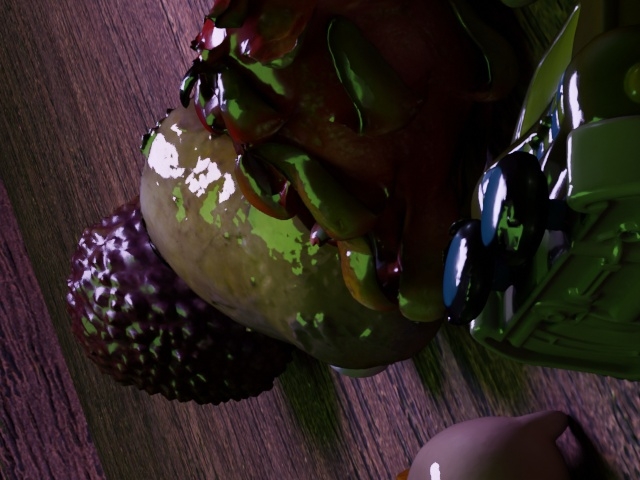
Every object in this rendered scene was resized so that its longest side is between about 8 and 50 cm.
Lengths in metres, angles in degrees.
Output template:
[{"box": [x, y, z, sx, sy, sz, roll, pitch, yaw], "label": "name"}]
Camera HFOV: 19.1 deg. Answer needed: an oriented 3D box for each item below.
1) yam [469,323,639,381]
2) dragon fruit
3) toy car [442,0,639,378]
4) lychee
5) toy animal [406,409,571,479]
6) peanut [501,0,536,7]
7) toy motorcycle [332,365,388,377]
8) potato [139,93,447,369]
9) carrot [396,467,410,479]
[{"box": [0.172, 0.034, 1.228, 0.194, 0.107, 0.107, -167, 63, -71], "label": "yam"}, {"box": [0.021, -0.109, 1.410, 0.227, 0.243, 0.307, -49, -24, -64], "label": "dragon fruit"}, {"box": [0.179, -0.047, 1.037, 0.248, 0.204, 0.198, 115, 160, -62], "label": "toy car"}, {"box": [-0.142, 0.067, 2.068, 0.271, 0.271, 0.271, 165, 90, -73], "label": "lychee"}, {"box": [0.145, 0.255, 1.422, 0.166, 0.154, 0.250, -35, 73, 63], "label": "toy animal"}, {"box": [0.134, -0.200, 1.214, 0.152, 0.076, 0.076, 119, 133, -63], "label": "peanut"}, {"box": [0.008, 0.028, 1.789, 0.254, 0.112, 0.112, -124, 25, -50], "label": "toy motorcycle"}, {"box": [0.000, 0.000, 1.605, 0.266, 0.229, 0.229, 40, 143, 48], "label": "potato"}, {"box": [0.125, 0.335, 1.596, 0.139, 0.139, 0.301, -173, 70, -72], "label": "carrot"}]
